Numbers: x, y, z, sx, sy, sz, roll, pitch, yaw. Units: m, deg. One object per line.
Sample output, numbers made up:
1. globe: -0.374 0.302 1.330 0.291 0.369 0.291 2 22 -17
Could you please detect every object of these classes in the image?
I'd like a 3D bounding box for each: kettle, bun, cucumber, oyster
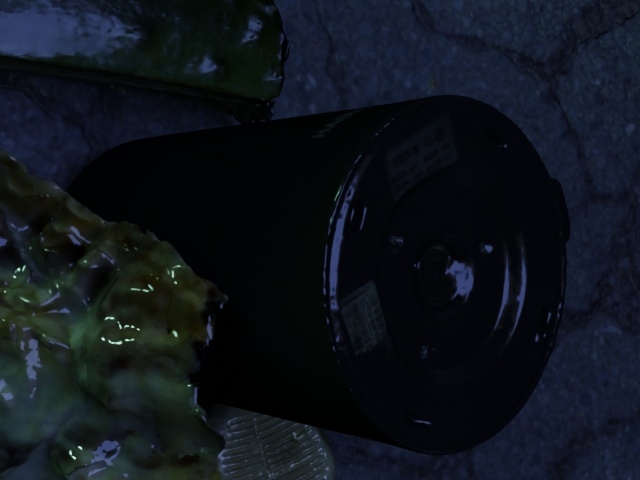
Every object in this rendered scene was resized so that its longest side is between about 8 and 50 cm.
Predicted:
1. kettle: -0.009 -0.007 0.899 0.203 0.308 0.262 48 61 -33
2. bun: -0.047 0.160 1.007 0.115 0.069 0.115 6 78 -31
3. cucumber: -0.179 -0.167 0.955 0.325 0.105 0.145 4 82 -29
4. oyster: -0.200 0.060 0.822 0.107 0.354 0.201 -16 130 -57
